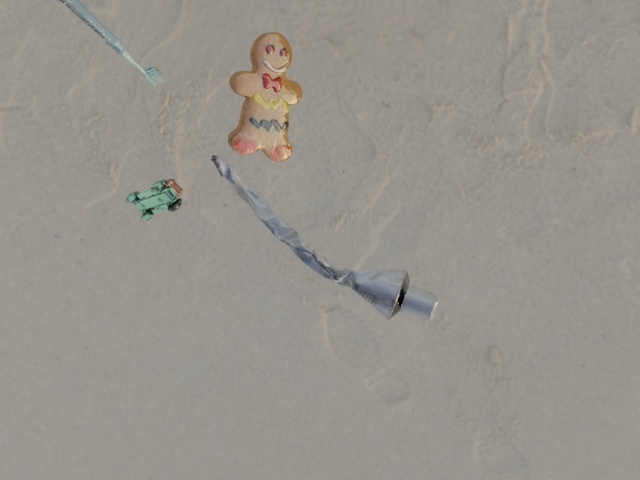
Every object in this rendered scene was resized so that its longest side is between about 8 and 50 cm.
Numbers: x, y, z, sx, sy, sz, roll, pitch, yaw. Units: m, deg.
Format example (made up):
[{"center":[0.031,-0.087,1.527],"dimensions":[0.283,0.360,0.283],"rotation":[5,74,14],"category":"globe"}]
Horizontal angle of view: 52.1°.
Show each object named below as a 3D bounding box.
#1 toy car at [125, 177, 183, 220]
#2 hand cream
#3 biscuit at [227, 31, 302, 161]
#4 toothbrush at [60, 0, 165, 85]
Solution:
[{"center":[-0.359,-0.091,1.423],"dimensions":[0.143,0.054,0.073],"rotation":[-14,126,42],"category":"toy car"},{"center":[-0.002,0.003,0.631],"dimensions":[0.256,0.084,0.050],"rotation":[33,88,5],"category":"hand cream"},{"center":[-0.104,-0.287,1.301],"dimensions":[0.165,0.036,0.250],"rotation":[4,99,-38],"category":"biscuit"},{"center":[-0.240,-0.232,0.759],"dimensions":[0.019,0.016,0.219],"rotation":[-17,163,11],"category":"toothbrush"}]
